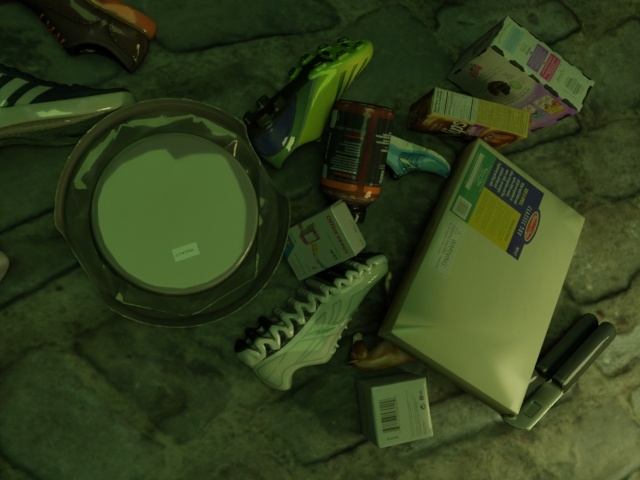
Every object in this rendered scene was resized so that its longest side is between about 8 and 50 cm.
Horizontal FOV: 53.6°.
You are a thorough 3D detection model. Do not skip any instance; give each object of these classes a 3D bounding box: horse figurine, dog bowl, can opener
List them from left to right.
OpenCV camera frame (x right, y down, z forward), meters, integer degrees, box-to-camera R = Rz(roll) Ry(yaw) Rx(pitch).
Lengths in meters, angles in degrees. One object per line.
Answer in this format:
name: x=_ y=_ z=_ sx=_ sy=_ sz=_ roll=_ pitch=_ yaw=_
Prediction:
dog bowl: x=-0.226 y=-0.040 z=0.997 sx=0.348 sy=0.102 sz=0.349 roll=1 pitch=86 yaw=-14
horse figurine: x=0.188 y=0.162 z=1.109 sx=0.263 sy=0.066 sz=0.175 roll=15 pitch=75 yaw=-10
can opener: x=0.427 y=0.232 z=1.151 sx=0.280 sy=0.074 sz=0.093 roll=-37 pitch=131 yaw=-17

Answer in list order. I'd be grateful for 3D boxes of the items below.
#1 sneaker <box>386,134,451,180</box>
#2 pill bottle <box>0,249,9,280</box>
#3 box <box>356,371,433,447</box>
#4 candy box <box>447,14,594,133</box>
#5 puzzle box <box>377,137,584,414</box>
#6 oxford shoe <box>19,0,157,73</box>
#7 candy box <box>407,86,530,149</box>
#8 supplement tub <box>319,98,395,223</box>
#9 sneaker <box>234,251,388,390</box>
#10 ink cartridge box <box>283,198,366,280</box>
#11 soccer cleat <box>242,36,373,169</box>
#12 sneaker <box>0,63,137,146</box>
sneaker: x=0.154 y=-0.138 z=1.135 sx=0.162 sy=0.063 sz=0.073 roll=18 pitch=95 yaw=-5
pill bottle: x=-0.595 y=-0.006 z=0.868 sx=0.283 sy=0.160 sz=0.160 roll=42 pitch=77 yaw=-8
box: x=0.123 y=0.282 z=1.070 sx=0.102 sy=0.087 sz=0.101 roll=-7 pitch=87 yaw=-16
candy box: x=0.352 y=-0.288 z=1.135 sx=0.196 sy=0.165 sz=0.070 roll=33 pitch=78 yaw=-10
puzzle box: x=0.295 y=0.055 z=1.105 sx=0.272 sy=0.052 sz=0.409 roll=34 pitch=67 yaw=-12
oxford shoe: x=-0.399 y=-0.350 z=0.983 sx=0.271 sy=0.097 sz=0.098 roll=21 pitch=87 yaw=-12
candy box: x=0.263 y=-0.214 z=1.135 sx=0.186 sy=0.109 sz=0.053 roll=12 pitch=82 yaw=-13
supplement tub: x=0.057 y=-0.131 z=1.064 sx=0.106 sy=0.106 sz=0.198 roll=8 pitch=100 yaw=-14
sneaker: x=0.002 y=0.128 z=1.050 sx=0.292 sy=0.110 sz=0.118 roll=-38 pitch=103 yaw=-6
ink cartridge box: x=0.000 y=0.000 z=1.041 sx=0.122 sy=0.052 sz=0.089 roll=-26 pitch=96 yaw=29
soccer cleat: x=-0.010 y=-0.240 z=1.092 sx=0.289 sy=0.093 sz=0.121 roll=-45 pitch=128 yaw=-18
sneaker: x=-0.459 y=-0.219 z=0.940 sx=0.350 sy=0.131 sz=0.148 roll=-12 pitch=82 yaw=-19
